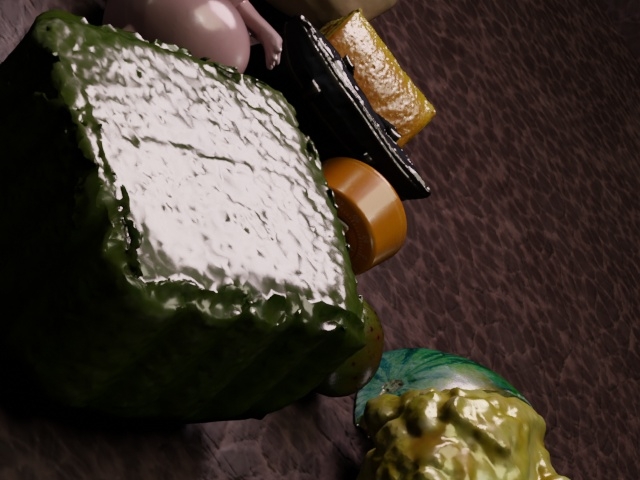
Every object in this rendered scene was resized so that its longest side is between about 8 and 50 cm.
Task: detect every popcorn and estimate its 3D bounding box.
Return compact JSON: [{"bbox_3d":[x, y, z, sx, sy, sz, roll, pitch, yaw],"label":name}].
[{"bbox_3d":[0.138,0.255,1.596,0.255,0.195,0.256,47,26,0],"label":"popcorn"}]

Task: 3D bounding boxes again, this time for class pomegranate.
[{"bbox_3d":[-0.005,0.106,1.602,0.142,0.114,0.114,-10,68,-35],"label":"pomegranate"}]

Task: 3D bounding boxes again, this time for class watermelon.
[{"bbox_3d":[0.127,0.162,1.778,0.231,0.128,0.146,27,22,-43],"label":"watermelon"}]

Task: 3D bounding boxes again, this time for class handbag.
[{"bbox_3d":[0.010,-0.138,1.811,0.089,0.211,0.254,-41,100,-20],"label":"handbag"}]

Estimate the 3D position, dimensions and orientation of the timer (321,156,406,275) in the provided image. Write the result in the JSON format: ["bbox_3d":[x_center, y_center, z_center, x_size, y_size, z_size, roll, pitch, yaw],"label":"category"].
[{"bbox_3d":[0.000,0.000,1.727,0.152,0.132,0.132,-40,98,-41],"label":"timer"}]

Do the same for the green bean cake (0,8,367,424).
[{"bbox_3d":[-0.149,-0.008,1.369,0.319,0.218,0.335,17,41,-43],"label":"green bean cake"}]

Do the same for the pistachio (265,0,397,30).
[{"bbox_3d":[-0.021,-0.375,1.977,0.288,0.197,0.166,39,67,-20],"label":"pistachio"}]

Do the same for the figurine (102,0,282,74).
[{"bbox_3d":[-0.127,-0.258,1.678,0.176,0.186,0.287,29,73,-29],"label":"figurine"}]

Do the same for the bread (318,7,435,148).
[{"bbox_3d":[0.041,-0.178,1.954,0.172,0.132,0.103,50,-14,-16],"label":"bread"}]
